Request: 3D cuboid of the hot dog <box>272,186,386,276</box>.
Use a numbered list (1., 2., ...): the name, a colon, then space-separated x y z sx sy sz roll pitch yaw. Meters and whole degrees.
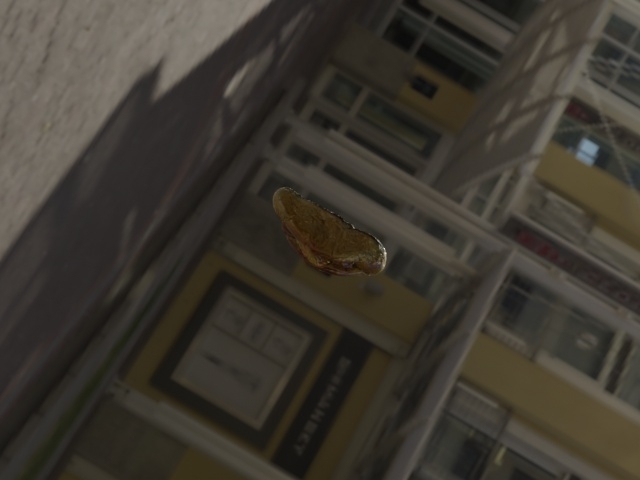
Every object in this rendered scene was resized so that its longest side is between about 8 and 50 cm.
1. hot dog: 0.000 0.000 0.721 0.034 0.090 0.030 -51 157 -20
